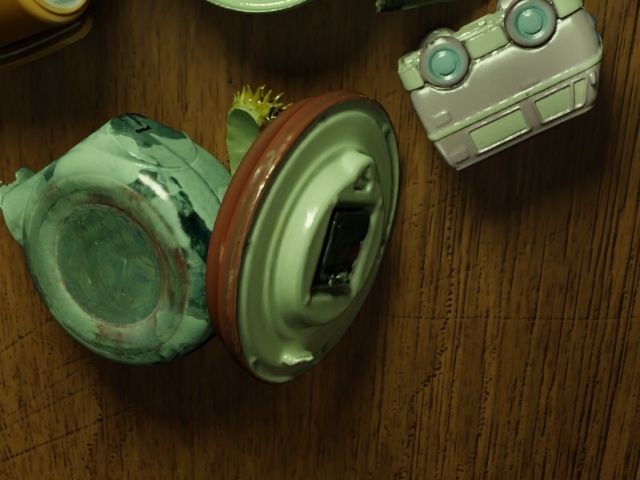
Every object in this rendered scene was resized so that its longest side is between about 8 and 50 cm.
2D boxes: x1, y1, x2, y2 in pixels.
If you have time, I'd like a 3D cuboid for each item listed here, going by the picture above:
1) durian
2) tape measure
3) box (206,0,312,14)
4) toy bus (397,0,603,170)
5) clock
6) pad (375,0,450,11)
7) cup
[{"bbox_3d":[-0.034,-0.059,1.156,0.144,0.139,0.252,2,128,-5],"label":"durian"},{"bbox_3d":[-0.200,-0.003,1.157,0.256,0.147,0.275,-26,97,34],"label":"tape measure"},{"bbox_3d":[-0.059,-0.347,1.044,0.226,0.149,0.226,1,111,2],"label":"box"},{"bbox_3d":[0.194,-0.177,1.105,0.202,0.142,0.142,-25,102,12],"label":"toy bus"},{"bbox_3d":[0.000,0.000,1.098,0.080,0.318,0.318,22,114,28],"label":"clock"},{"bbox_3d":[0.121,-0.353,1.051,0.174,0.022,0.233,-17,117,-37],"label":"pad"},{"bbox_3d":[-0.351,-0.247,1.053,0.264,0.182,0.226,-5,157,29],"label":"cup"}]
